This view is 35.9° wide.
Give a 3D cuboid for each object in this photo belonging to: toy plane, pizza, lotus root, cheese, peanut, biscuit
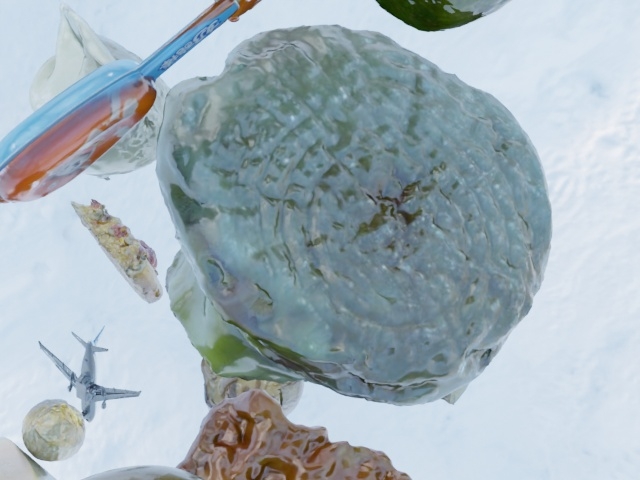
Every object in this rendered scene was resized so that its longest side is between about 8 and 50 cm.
[{"bbox_3d":[-0.427,0.260,1.820,0.226,0.058,0.226,23,120,15],"label":"toy plane"},{"bbox_3d":[-0.300,0.004,1.486,0.062,0.188,0.199,-39,83,-14],"label":"pizza"},{"bbox_3d":[-0.114,0.299,1.860,0.188,0.199,0.180,-15,132,-3],"label":"lotus root"},{"bbox_3d":[-0.120,-0.095,0.619,0.256,0.106,0.037,-37,91,6],"label":"cheese"},{"bbox_3d":[-0.375,0.271,1.393,0.087,0.207,0.087,3,74,-12],"label":"peanut"},{"bbox_3d":[-0.039,0.355,1.067,0.312,0.110,0.318,26,67,1],"label":"biscuit"}]

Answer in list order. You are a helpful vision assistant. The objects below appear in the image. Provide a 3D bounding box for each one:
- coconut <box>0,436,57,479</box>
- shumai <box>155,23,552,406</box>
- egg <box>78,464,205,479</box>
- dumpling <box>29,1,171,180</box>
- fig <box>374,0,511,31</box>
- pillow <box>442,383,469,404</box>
[{"bbox_3d":[-0.461,0.386,1.336,0.244,0.239,0.239,-9,88,-36],"label":"coconut"},{"bbox_3d":[0.000,0.000,0.828,0.304,0.263,0.309,-22,82,-30],"label":"shumai"},{"bbox_3d":[-0.168,0.323,0.733,0.250,0.250,0.322,32,84,-9],"label":"egg"},{"bbox_3d":[-0.208,-0.139,0.913,0.126,0.216,0.166,-28,92,2],"label":"dumpling"},{"bbox_3d":[0.069,-0.268,0.600,0.203,0.203,0.235,-42,111,-12],"label":"fig"},{"bbox_3d":[0.178,0.098,1.250,0.053,0.208,0.119,-2,128,22],"label":"pillow"}]
